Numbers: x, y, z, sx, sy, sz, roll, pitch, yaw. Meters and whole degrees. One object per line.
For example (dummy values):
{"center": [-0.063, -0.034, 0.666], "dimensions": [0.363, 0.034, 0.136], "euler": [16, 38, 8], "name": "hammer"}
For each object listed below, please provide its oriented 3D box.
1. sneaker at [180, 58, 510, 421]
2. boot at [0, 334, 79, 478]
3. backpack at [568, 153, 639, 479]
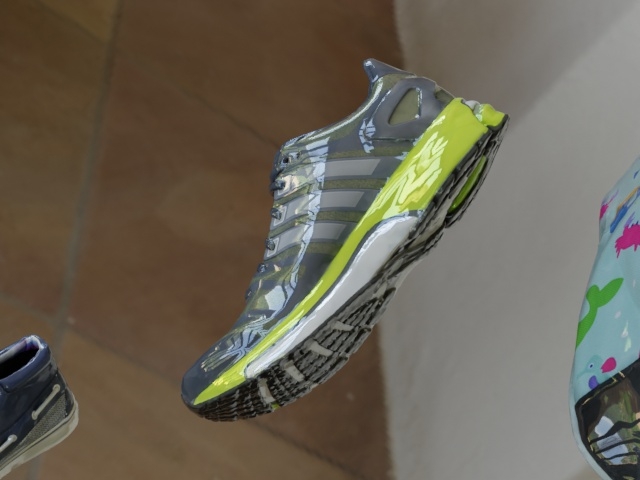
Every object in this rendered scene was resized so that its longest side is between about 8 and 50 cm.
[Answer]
{"center": [0.000, 0.000, 1.025], "dimensions": [0.121, 0.300, 0.111], "euler": [37, -13, 19], "name": "sneaker"}
{"center": [-0.278, 0.151, 1.121], "dimensions": [0.190, 0.086, 0.069], "euler": [-38, 45, -26], "name": "boot"}
{"center": [0.217, 0.027, 0.550], "dimensions": [0.225, 0.191, 0.253], "euler": [34, 25, -5], "name": "backpack"}
